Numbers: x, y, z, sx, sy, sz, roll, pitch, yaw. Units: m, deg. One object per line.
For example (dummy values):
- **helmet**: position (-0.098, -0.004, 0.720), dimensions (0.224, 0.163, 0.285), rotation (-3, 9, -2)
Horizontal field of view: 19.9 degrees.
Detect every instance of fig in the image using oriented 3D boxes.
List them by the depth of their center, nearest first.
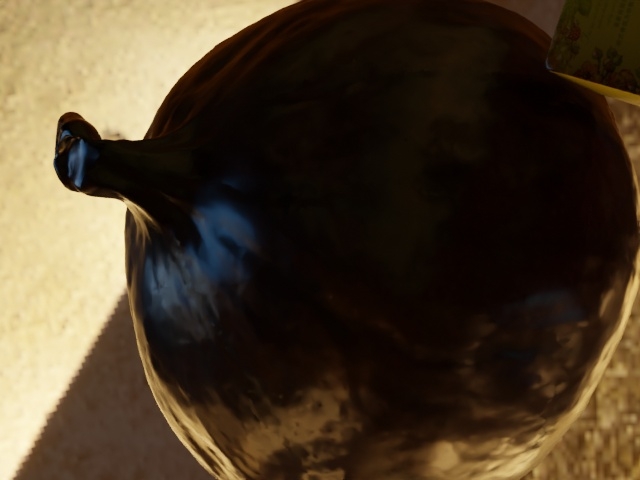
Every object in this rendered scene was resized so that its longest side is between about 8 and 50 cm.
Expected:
- **fig**: position (0.016, 0.006, 0.755), dimensions (0.235, 0.235, 0.214), rotation (21, -175, 33)

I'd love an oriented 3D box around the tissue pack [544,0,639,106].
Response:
- **tissue pack**: position (0.157, -0.128, 0.655), dimensions (0.095, 0.176, 0.062), rotation (22, -174, 32)
